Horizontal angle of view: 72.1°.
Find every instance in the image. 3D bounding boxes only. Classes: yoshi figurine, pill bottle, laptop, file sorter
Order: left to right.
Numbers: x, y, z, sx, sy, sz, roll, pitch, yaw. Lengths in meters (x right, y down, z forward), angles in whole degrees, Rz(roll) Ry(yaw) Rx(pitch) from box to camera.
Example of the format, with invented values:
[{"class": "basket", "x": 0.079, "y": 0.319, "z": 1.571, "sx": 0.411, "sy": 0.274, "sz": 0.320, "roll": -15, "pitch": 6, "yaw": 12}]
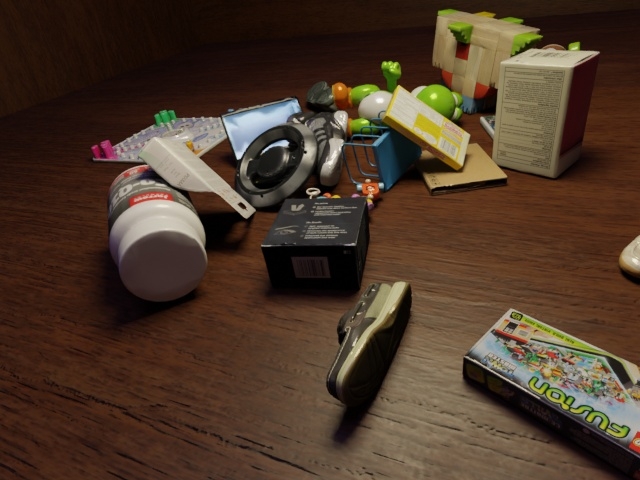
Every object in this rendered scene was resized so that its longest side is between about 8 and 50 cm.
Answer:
[{"class": "pill bottle", "x": -0.305, "y": -0.022, "z": 0.816, "sx": 0.161, "sy": 0.161, "sz": 0.283, "roll": -20, "pitch": 34, "yaw": -16}, {"class": "laptop", "x": -0.114, "y": -0.269, "z": 1.171, "sx": 0.235, "sy": 0.136, "sz": 0.264, "roll": -19, "pitch": 34, "yaw": -14}, {"class": "file sorter", "x": 0.143, "y": -0.214, "z": 1.023, "sx": 0.105, "sy": 0.118, "sz": 0.170, "roll": 14, "pitch": 48, "yaw": 39}, {"class": "yoshi figurine", "x": 0.214, "y": -0.368, "z": 1.213, "sx": 0.363, "sy": 0.203, "sz": 0.202, "roll": -1, "pitch": 49, "yaw": 8}]

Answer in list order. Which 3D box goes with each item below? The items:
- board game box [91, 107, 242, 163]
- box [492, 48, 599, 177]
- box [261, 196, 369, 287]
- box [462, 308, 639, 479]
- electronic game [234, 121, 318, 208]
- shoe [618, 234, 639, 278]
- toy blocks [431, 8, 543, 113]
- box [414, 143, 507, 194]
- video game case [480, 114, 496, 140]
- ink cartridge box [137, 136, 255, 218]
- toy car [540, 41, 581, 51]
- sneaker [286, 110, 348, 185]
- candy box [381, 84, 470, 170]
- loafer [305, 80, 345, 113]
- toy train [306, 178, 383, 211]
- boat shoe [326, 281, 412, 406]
[{"class": "board game box", "x": -0.500, "y": -0.364, "z": 1.494, "sx": 0.391, "sy": 0.050, "sz": 0.390, "roll": 6, "pitch": 36, "yaw": 22}, {"class": "box", "x": 0.474, "y": -0.274, "z": 0.942, "sx": 0.127, "sy": 0.232, "sz": 0.149, "roll": -31, "pitch": 39, "yaw": -31}, {"class": "box", "x": 0.000, "y": 0.000, "z": 0.768, "sx": 0.156, "sy": 0.093, "sz": 0.158, "roll": 0, "pitch": 35, "yaw": 14}, {"class": "box", "x": 0.284, "y": 0.163, "z": 0.499, "sx": 0.114, "sy": 0.036, "sz": 0.207, "roll": -32, "pitch": 39, "yaw": -31}, {"class": "electronic game", "x": -0.106, "y": -0.177, "z": 1.023, "sx": 0.230, "sy": 0.048, "sz": 0.229, "roll": -14, "pitch": 60, "yaw": 26}, {"class": "shoe", "x": 0.541, "y": -0.007, "z": 0.675, "sx": 0.219, "sy": 0.058, "sz": 0.076, "roll": -24, "pitch": 35, "yaw": -21}, {"class": "toy blocks", "x": 0.464, "y": -0.506, "z": 1.302, "sx": 0.191, "sy": 0.260, "sz": 0.381, "roll": -21, "pitch": 42, "yaw": -22}, {"class": "box", "x": 0.313, "y": -0.169, "z": 1.016, "sx": 0.165, "sy": 0.021, "sz": 0.201, "roll": -8, "pitch": 32, "yaw": 3}, {"class": "video game case", "x": 0.532, "y": -0.296, "z": 1.158, "sx": 0.173, "sy": 0.022, "sz": 0.190, "roll": -5, "pitch": 34, "yaw": 6}, {"class": "ink cartridge box", "x": -0.239, "y": -0.113, "z": 0.896, "sx": 0.056, "sy": 0.225, "sz": 0.181, "roll": -45, "pitch": 8, "yaw": 5}, {"class": "toy car", "x": 0.679, "y": -0.474, "z": 1.301, "sx": 0.155, "sy": 0.148, "sz": 0.188, "roll": -1, "pitch": 44, "yaw": 35}, {"class": "sneaker", "x": -0.017, "y": -0.232, "z": 1.082, "sx": 0.153, "sy": 0.101, "sz": 0.268, "roll": 7, "pitch": 46, "yaw": 5}, {"class": "candy box", "x": 0.237, "y": -0.248, "z": 0.973, "sx": 0.206, "sy": 0.027, "sz": 0.105, "roll": 30, "pitch": 56, "yaw": -12}, {"class": "loafer", "x": 0.017, "y": -0.494, "z": 1.560, "sx": 0.096, "sy": 0.084, "sz": 0.267, "roll": -41, "pitch": 29, "yaw": 8}, {"class": "toy train", "x": 0.056, "y": -0.080, "z": 0.926, "sx": 0.167, "sy": 0.046, "sz": 0.125, "roll": -6, "pitch": 31, "yaw": -1}, {"class": "boat shoe", "x": 0.058, "y": 0.125, "z": 0.583, "sx": 0.074, "sy": 0.080, "sz": 0.223, "roll": 5, "pitch": 30, "yaw": 30}]
